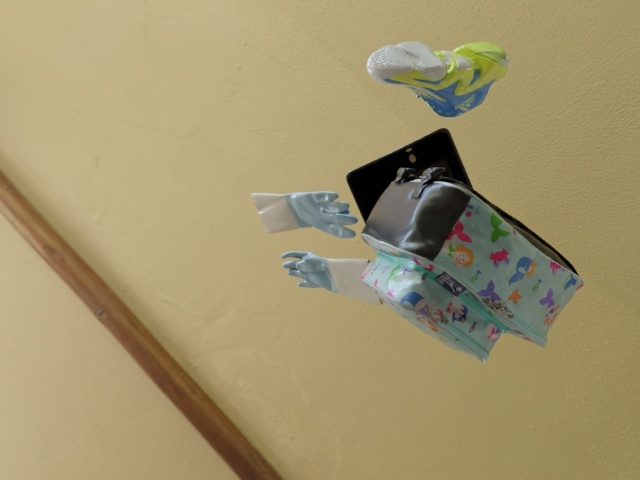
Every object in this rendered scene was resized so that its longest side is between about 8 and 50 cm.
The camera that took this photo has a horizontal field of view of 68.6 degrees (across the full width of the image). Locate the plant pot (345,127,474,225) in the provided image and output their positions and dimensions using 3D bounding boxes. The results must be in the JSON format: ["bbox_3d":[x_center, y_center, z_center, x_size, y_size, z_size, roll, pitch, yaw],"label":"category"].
[{"bbox_3d":[0.185,-0.071,0.848,0.187,0.167,0.188,-23,-92,23],"label":"plant pot"}]

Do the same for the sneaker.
[{"bbox_3d":[0.187,-0.253,0.777,0.240,0.126,0.091,-4,-128,-10],"label":"sneaker"}]

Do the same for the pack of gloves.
[{"bbox_3d":[0.000,0.000,0.787,0.232,0.046,0.195,5,-56,47],"label":"pack of gloves"}]

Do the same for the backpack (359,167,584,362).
[{"bbox_3d":[0.189,0.041,0.614,0.253,0.225,0.191,26,-89,-14],"label":"backpack"}]
